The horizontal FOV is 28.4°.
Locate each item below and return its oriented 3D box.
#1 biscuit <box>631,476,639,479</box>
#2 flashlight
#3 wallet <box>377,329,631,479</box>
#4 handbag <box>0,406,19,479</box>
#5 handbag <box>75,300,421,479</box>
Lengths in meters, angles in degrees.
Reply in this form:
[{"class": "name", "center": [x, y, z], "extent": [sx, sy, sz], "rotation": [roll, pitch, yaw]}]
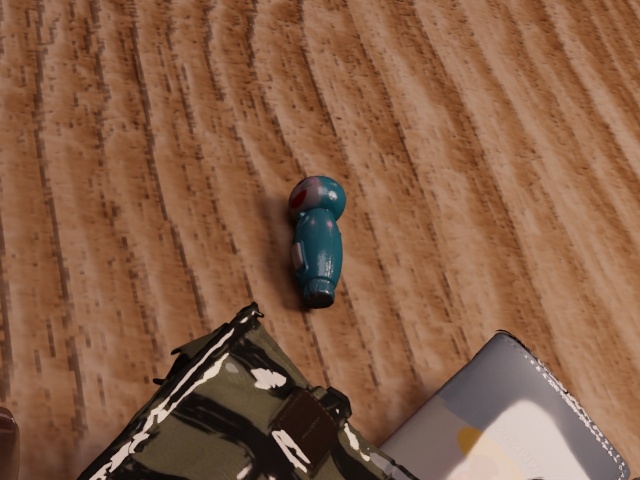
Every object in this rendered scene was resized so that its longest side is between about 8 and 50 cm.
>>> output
[{"class": "biscuit", "center": [0.289, 0.360, 0.859], "extent": [0.283, 0.064, 0.432], "rotation": [35, 41, 4]}, {"class": "flashlight", "center": [0.000, 0.000, 1.056], "extent": [0.051, 0.051, 0.129], "rotation": [12, 48, -20]}, {"class": "wallet", "center": [0.120, 0.186, 0.929], "extent": [0.170, 0.069, 0.231], "rotation": [46, 52, 11]}, {"class": "handbag", "center": [-0.284, 0.101, 0.684], "extent": [0.190, 0.193, 0.251], "rotation": [-27, 66, -39]}, {"class": "handbag", "center": [-0.021, 0.234, 0.716], "extent": [0.325, 0.162, 0.327], "rotation": [35, 50, 5]}]
